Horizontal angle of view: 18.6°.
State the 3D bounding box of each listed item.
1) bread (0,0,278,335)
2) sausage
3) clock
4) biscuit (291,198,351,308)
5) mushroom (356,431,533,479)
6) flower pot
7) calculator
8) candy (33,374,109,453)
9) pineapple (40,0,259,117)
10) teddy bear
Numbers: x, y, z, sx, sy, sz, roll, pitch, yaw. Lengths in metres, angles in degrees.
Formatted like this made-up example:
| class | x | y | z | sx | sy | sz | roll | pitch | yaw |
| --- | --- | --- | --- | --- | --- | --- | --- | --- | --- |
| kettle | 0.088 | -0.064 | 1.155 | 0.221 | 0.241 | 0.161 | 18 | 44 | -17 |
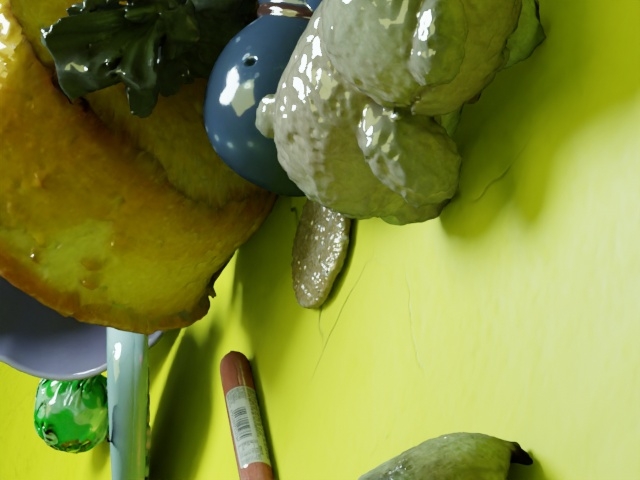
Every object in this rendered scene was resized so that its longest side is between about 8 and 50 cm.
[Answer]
| class | x | y | z | sx | sy | sz | roll | pitch | yaw |
| --- | --- | --- | --- | --- | --- | --- | --- | --- | --- |
| bread | -0.187 | -0.098 | 1.732 | 0.204 | 0.358 | 0.337 | -37 | 18 | 36 |
| sausage | -0.062 | 0.164 | 1.671 | 0.223 | 0.029 | 0.029 | -105 | 34 | -53 |
| clock | -0.005 | -0.154 | 1.549 | 0.199 | 0.146 | 0.243 | 160 | 126 | -81 |
| biscuit | 0.000 | 0.000 | 1.622 | 0.120 | 0.015 | 0.120 | -168 | 90 | -71 |
| mushroom | 0.046 | 0.276 | 1.156 | 0.247 | 0.130 | 0.344 | 135 | 142 | -64 |
| flower pot | -0.269 | -0.031 | 2.042 | 0.243 | 0.265 | 0.265 | -86 | 19 | -51 |
| calculator | -0.186 | 0.152 | 1.894 | 0.185 | 0.041 | 0.299 | -102 | 13 | -65 |
| candy | -0.240 | 0.077 | 2.171 | 0.097 | 0.097 | 0.323 | -12 | 60 | 69 |
| pineapple | -0.108 | -0.206 | 1.639 | 0.141 | 0.170 | 0.310 | -28 | 8 | 43 |
| teddy bear | 0.056 | -0.131 | 1.344 | 0.267 | 0.151 | 0.236 | 124 | 150 | -48 |
